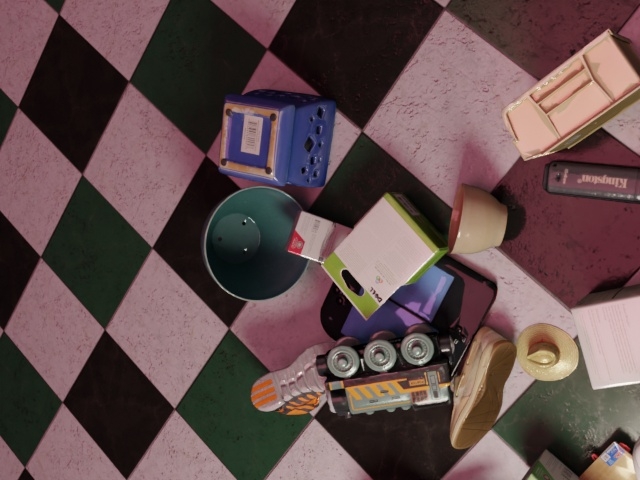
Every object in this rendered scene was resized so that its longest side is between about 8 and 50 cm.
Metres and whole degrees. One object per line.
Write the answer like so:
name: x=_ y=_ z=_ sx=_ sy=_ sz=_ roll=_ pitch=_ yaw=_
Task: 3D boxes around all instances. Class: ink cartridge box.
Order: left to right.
ink cartridge box: x=0.000 y=0.000 z=1.952 sx=0.150 sy=0.063 sz=0.109 roll=20 pitch=87 yaw=-11
ink cartridge box: x=0.153 y=0.036 z=1.863 sx=0.255 sy=0.097 sz=0.189 roll=-47 pitch=72 yaw=23
ink cartridge box: x=0.540 y=0.587 z=1.704 sx=0.212 sy=0.154 sz=0.093 roll=39 pitch=112 yaw=18

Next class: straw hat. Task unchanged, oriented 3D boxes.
straw hat: x=0.504 y=0.261 z=1.756 sx=0.144 sy=0.061 sz=0.145 roll=5 pitch=101 yaw=29

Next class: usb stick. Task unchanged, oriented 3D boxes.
usb stick: x=0.614 y=-0.122 z=1.644 sx=0.278 sy=0.045 sz=0.077 roll=9 pitch=103 yaw=29

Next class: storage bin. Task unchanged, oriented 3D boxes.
storage bin: x=0.518 y=-0.281 z=1.552 sx=0.260 sy=0.262 sz=0.123 roll=-37 pitch=81 yaw=29

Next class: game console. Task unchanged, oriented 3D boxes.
game console: x=0.203 y=0.166 z=1.919 sx=0.386 sy=0.060 sz=0.342 roll=31 pitch=112 yaw=22

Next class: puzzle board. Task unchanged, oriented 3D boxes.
puzzle board: x=0.647 y=0.514 z=1.705 sx=0.096 sy=0.011 sz=0.128 roll=41 pitch=119 yaw=20

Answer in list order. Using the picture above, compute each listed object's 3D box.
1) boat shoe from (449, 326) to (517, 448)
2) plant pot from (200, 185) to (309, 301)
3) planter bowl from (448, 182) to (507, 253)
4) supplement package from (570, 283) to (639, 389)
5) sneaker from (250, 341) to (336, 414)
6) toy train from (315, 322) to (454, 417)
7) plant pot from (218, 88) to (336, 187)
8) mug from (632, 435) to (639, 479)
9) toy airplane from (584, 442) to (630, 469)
boat shoe: x=0.367 y=0.350 z=1.834 sx=0.098 sy=0.109 sz=0.302 roll=42 pitch=122 yaw=53
plant pot: x=-0.191 y=0.001 z=2.025 sx=0.195 sy=0.290 sz=0.290 roll=-169 pitch=74 yaw=-64
planter bowl: x=0.359 y=-0.042 z=1.753 sx=0.109 sy=0.162 sz=0.162 roll=9 pitch=103 yaw=2
supplement package: x=0.690 y=0.177 z=1.568 sx=0.292 sy=0.175 sz=0.178 roll=-15 pitch=88 yaw=31
sneaker: x=-0.012 y=0.361 z=2.022 sx=0.321 sy=0.180 sz=0.125 roll=-22 pitch=65 yaw=16
toy train: x=0.157 y=0.312 z=1.826 sx=0.333 sy=0.142 sz=0.190 roll=-11 pitch=94 yaw=10
plant pot: x=-0.121 y=-0.258 z=1.956 sx=0.235 sy=0.212 sz=0.236 roll=15 pitch=105 yaw=29
mug: x=0.753 y=0.398 z=1.463 sx=0.328 sy=0.374 sz=0.276 roll=-39 pitch=45 yaw=38
toy airplane: x=0.658 y=0.514 z=1.723 sx=0.151 sy=0.028 sz=0.151 roll=9 pitch=107 yaw=31
